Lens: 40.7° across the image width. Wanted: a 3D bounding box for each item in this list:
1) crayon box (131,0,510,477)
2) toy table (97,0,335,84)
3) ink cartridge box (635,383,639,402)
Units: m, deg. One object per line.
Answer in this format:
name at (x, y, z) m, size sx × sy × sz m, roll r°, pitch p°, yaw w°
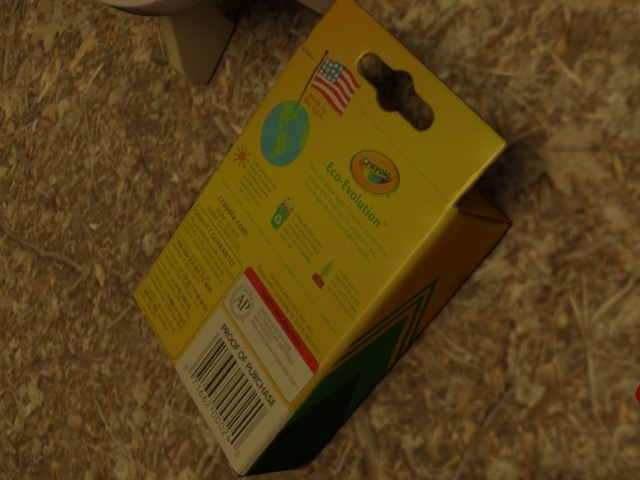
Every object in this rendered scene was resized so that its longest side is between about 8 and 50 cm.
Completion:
crayon box at (0.000, 0.000, 0.665) m, size 0.319 × 0.081 × 0.202 m, roll -52°, pitch 54°, yaw 22°
toy table at (-0.112, -0.275, 0.755) m, size 0.252 × 0.160 × 0.274 m, roll -52°, pitch 55°, yaw 21°
ink cartridge box at (0.223, 0.084, 0.343) m, size 0.296 × 0.066 × 0.261 m, roll 89°, pitch 155°, yaw -44°
